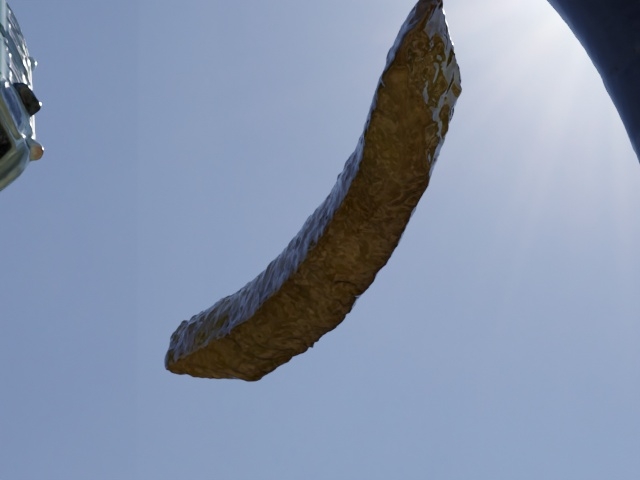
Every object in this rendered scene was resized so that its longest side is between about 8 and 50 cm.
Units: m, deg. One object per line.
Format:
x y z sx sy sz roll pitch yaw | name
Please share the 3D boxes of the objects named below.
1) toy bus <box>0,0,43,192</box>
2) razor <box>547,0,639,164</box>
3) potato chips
-0.252 -0.107 1.028 0.133 0.276 0.165 -30 -66 2 | toy bus
0.268 -0.134 1.266 0.113 0.349 0.204 -43 -36 25 | razor
0.000 0.000 0.995 0.080 0.057 0.407 35 -37 -3 | potato chips
